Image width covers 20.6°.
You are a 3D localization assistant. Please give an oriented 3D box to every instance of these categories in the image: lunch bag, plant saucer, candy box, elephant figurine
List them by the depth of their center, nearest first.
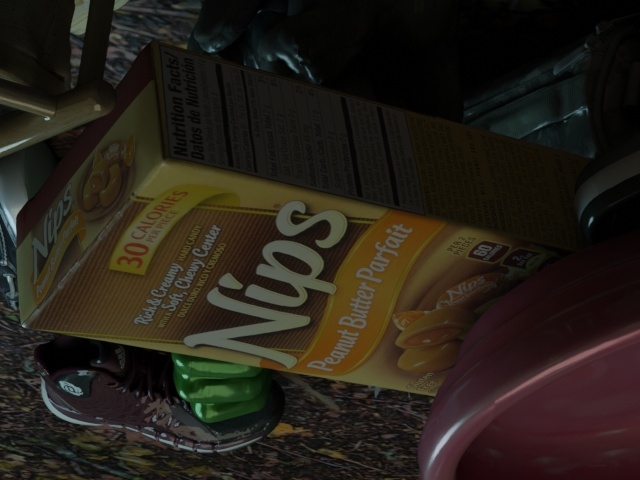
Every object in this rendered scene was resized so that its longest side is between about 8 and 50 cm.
[{"bbox_3d":[0.000,0.000,1.051,0.316,0.088,0.183,11,142,-31],"label":"candy box"},{"bbox_3d":[0.216,0.079,1.088,0.332,0.084,0.332,-11,152,-6],"label":"plant saucer"},{"bbox_3d":[-0.028,-0.133,1.161,0.239,0.186,0.169,18,136,49],"label":"elephant figurine"},{"bbox_3d":[0.186,-0.028,1.255,0.256,0.213,0.305,21,152,-35],"label":"lunch bag"}]

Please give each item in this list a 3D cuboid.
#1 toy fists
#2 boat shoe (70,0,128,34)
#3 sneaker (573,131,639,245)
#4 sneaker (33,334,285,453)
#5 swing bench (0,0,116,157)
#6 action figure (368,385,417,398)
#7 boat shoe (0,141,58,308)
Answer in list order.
[{"bbox_3d":[-0.053,0.009,1.330,0.096,0.142,0.279,16,119,2],"label":"toy fists"},{"bbox_3d":[-0.159,-0.183,1.170,0.059,0.063,0.170,11,158,-25],"label":"boat shoe"},{"bbox_3d":[0.256,-0.120,1.056,0.295,0.178,0.124,-23,151,-9],"label":"sneaker"},{"bbox_3d":[-0.185,0.156,1.927,0.281,0.106,0.162,3,155,9],"label":"sneaker"},{"bbox_3d":[-0.218,-0.160,0.995,0.165,0.253,0.254,16,156,-23],"label":"swing bench"},{"bbox_3d":[0.159,0.120,1.775,0.285,0.099,0.185,14,163,-8],"label":"action figure"},{"bbox_3d":[-0.271,-0.004,1.566,0.102,0.108,0.301,-5,164,0],"label":"boat shoe"}]
